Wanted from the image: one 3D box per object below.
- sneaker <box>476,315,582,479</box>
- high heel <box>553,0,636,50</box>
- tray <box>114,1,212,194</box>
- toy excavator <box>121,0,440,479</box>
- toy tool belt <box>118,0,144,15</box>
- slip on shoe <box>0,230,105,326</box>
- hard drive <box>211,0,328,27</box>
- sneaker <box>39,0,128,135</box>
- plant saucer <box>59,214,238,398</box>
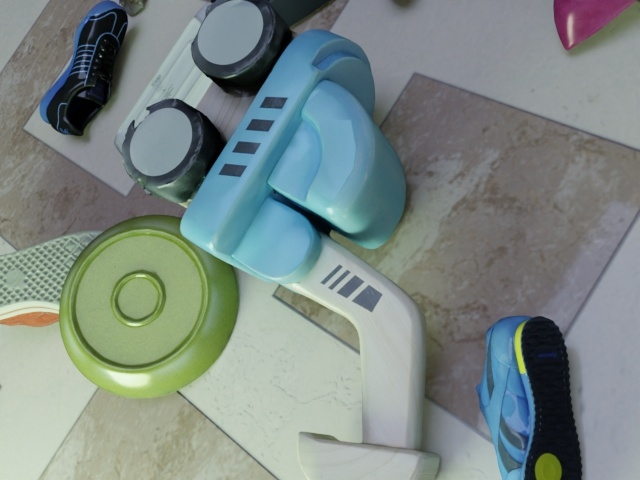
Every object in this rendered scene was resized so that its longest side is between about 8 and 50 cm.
[{"bbox_3d":[0.190,0.176,0.709,0.082,0.069,0.209,-25,61,58],"label":"sneaker"},{"bbox_3d":[0.376,-0.274,0.802,0.244,0.082,0.117,-3,99,15],"label":"high heel"},{"bbox_3d":[-0.216,-0.212,1.100,0.270,0.030,0.145,-51,52,16],"label":"tray"},{"bbox_3d":[0.000,0.000,0.819,0.445,0.222,0.433,28,86,28],"label":"toy excavator"},{"bbox_3d":[-0.333,-0.428,1.285,0.052,0.051,0.083,-32,56,14],"label":"toy tool belt"},{"bbox_3d":[-0.356,0.062,1.052,0.331,0.101,0.123,-10,70,12],"label":"slip on shoe"},{"bbox_3d":[-0.054,-0.397,1.105,0.255,0.054,0.172,-28,57,17],"label":"hard drive"},{"bbox_3d":[-0.366,-0.276,1.224,0.090,0.081,0.232,29,92,33],"label":"sneaker"},{"bbox_3d":[-0.225,0.077,0.952,0.241,0.037,0.240,-2,74,9],"label":"plant saucer"}]
